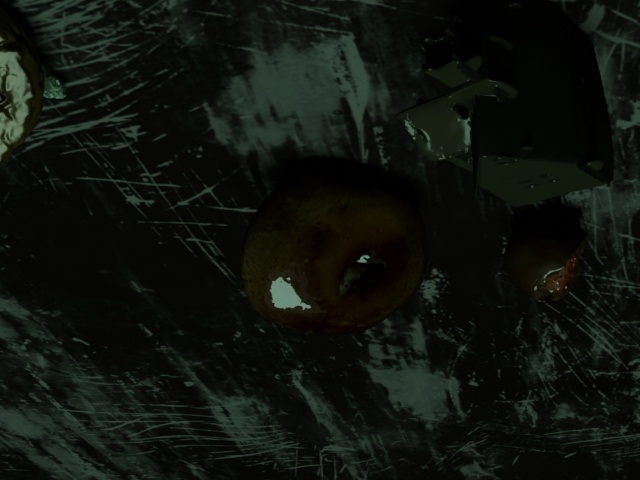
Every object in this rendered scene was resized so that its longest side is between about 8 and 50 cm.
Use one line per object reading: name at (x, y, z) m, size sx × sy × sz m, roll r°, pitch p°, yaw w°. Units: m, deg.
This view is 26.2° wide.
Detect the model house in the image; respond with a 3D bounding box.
model house at (0.181, -0.163, 1.560) m, size 0.204 × 0.211 × 0.243 m, roll -20°, pitch 152°, yaw 35°

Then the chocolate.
chocolate at (0.343, 0.021, 2.040) m, size 0.127 × 0.124 × 0.133 m, roll 25°, pitch 130°, yaw -8°

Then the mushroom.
mushroom at (0.001, 0.006, 1.980) m, size 0.254 × 0.267 × 0.267 m, roll 28°, pitch 169°, yaw 33°

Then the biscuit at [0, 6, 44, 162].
biscuit at (-0.476, -0.184, 1.641) m, size 0.295 × 0.075 × 0.296 m, roll -5°, pitch 131°, yaw -6°

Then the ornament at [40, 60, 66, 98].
ornament at (-0.357, -0.206, 1.726) m, size 0.068 × 0.041 × 0.092 m, roll 22°, pitch 164°, yaw 5°
